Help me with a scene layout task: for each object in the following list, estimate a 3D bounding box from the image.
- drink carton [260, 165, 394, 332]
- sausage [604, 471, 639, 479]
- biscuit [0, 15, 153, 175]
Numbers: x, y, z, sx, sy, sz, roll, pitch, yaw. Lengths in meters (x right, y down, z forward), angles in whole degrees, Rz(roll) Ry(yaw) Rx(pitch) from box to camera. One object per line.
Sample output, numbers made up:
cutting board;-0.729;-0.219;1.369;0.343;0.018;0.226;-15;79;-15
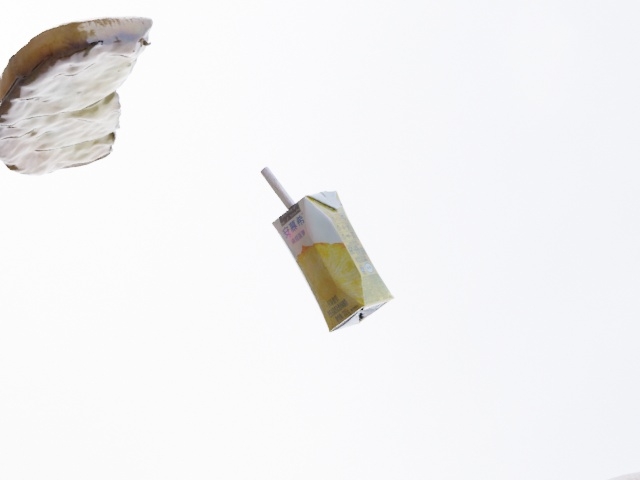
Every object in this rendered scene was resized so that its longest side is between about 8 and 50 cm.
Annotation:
drink carton;0.000;0.000;1.616;0.084;0.074;0.200;-39;-108;38
sausage;0.261;0.157;0.790;0.270;0.109;0.109;-15;-90;11
biscuit;-0.247;-0.127;1.358;0.045;0.154;0.299;62;-24;12
